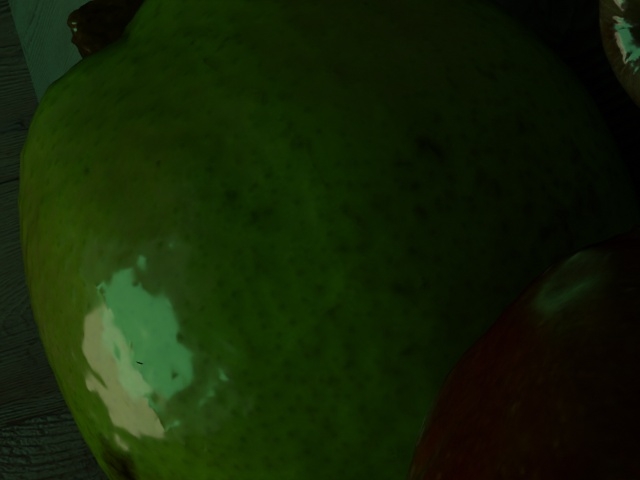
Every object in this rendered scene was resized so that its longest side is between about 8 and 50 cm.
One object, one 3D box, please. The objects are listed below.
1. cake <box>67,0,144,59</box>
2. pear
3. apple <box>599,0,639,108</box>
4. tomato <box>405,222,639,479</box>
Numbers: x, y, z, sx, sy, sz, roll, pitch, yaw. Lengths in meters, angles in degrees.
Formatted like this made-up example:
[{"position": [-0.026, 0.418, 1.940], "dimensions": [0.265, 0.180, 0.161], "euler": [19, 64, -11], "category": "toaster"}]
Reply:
[{"position": [-0.107, -0.107, 1.341], "dimensions": [0.196, 0.199, 0.293], "euler": [50, 158, 37], "category": "cake"}, {"position": [0.000, 0.000, 0.832], "dimensions": [0.391, 0.391, 0.391], "euler": [164, 90, -72], "category": "pear"}, {"position": [0.186, -0.104, 0.614], "dimensions": [0.126, 0.102, 0.126], "euler": [164, 90, -78], "category": "apple"}, {"position": [0.168, 0.136, 0.540], "dimensions": [0.239, 0.303, 0.303], "euler": [-54, 51, 39], "category": "tomato"}]
